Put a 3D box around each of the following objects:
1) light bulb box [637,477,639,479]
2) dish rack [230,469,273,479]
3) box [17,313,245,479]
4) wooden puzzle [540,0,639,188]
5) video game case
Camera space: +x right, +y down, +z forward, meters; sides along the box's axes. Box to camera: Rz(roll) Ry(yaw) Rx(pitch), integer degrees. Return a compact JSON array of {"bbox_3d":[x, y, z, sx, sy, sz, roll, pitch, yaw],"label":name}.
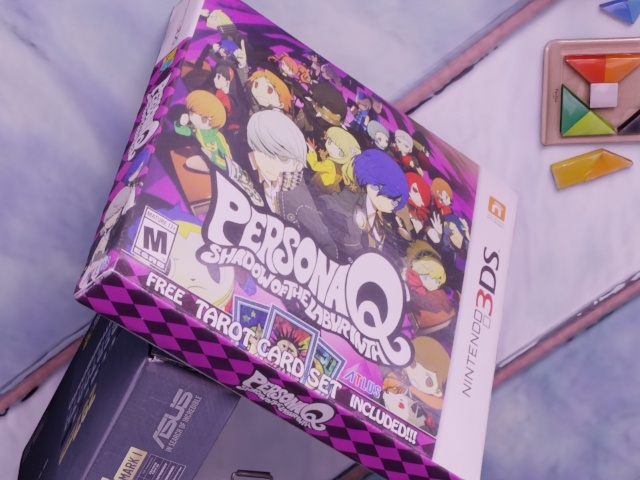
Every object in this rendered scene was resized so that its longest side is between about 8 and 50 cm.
[{"bbox_3d":[0.330,0.263,0.982,0.225,0.358,0.361,26,117,-17],"label":"light bulb box"},{"bbox_3d":[0.002,0.218,1.051,0.272,0.074,0.208,6,149,-10],"label":"dish rack"},{"bbox_3d":[-0.115,0.107,0.949,0.059,0.183,0.232,22,118,-15],"label":"box"},{"bbox_3d":[0.163,-0.084,0.954,0.079,0.014,0.116,-10,122,1],"label":"wooden puzzle"},{"bbox_3d":[0.000,0.000,0.880,0.232,0.210,0.042,33,136,-22],"label":"video game case"}]
